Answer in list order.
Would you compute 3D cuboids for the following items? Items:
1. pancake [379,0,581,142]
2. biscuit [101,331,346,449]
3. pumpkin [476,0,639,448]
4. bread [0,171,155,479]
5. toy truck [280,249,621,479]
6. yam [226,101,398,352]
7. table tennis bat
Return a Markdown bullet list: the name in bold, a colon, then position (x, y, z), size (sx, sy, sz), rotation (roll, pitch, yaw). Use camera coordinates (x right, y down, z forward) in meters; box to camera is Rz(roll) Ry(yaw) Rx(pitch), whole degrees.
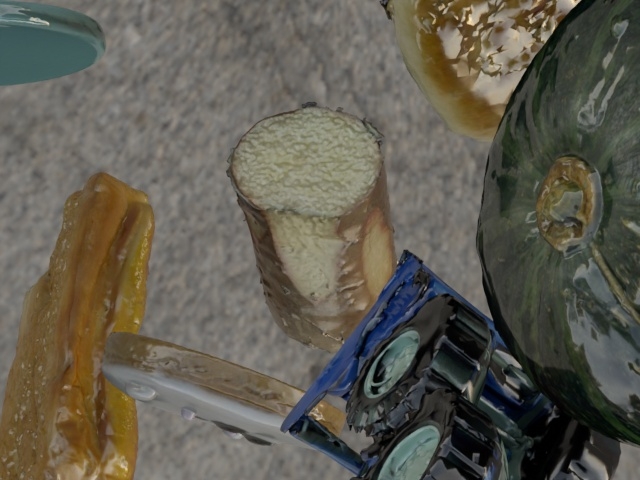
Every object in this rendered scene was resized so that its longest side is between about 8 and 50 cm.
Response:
- **pancake**: position (0.159, -0.138, 0.629), size (0.282, 0.049, 0.282), rotation (-17, 145, -13)
- **biscuit**: position (-0.082, 0.125, 1.078), size (0.208, 0.181, 0.049), rotation (13, 77, 36)
- **pumpkin**: position (0.140, -0.013, 0.487), size (0.146, 0.190, 0.190), rotation (15, 117, -40)
- **bread**: position (-0.251, 0.119, 1.405), size (0.109, 0.381, 0.185), rotation (21, 141, -27)
- **toy truck**: position (0.057, 0.103, 0.604), size (0.113, 0.208, 0.126), rotation (37, 113, -14)
- **yam**: position (0.001, -0.001, 1.233), size (0.129, 0.128, 0.238), rotation (31, 152, 27)
- **table tennis bat**: position (-0.236, -0.098, 0.720), size (0.244, 0.153, 0.040), rotation (-4, 85, 1)
